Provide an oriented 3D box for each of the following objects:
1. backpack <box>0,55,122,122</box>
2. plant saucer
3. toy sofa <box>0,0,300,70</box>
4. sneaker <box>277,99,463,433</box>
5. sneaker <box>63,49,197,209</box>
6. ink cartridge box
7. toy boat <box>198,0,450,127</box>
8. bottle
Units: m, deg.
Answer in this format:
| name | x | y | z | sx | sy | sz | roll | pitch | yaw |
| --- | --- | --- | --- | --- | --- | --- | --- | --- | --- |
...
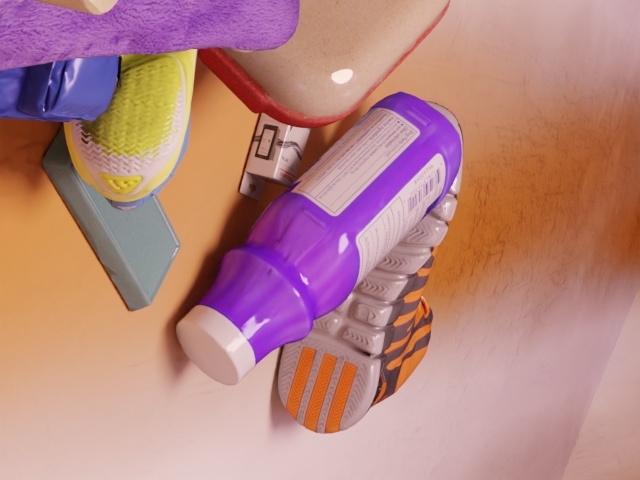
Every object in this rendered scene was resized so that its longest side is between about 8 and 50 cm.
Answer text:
| name | x | y | z | sx | sy | sz | roll | pitch | yaw |
| --- | --- | --- | --- | --- | --- | --- | --- | --- | --- |
| backpack | -0.153 | -0.125 | 0.811 | 0.098 | 0.101 | 0.120 | -9 | 111 | -74 |
| plant saucer | -0.136 | -0.023 | 1.035 | 0.192 | 0.018 | 0.067 | 69 | 40 | -55 |
| toy sofa | -0.049 | -0.153 | 0.712 | 0.362 | 0.150 | 0.177 | -17 | 119 | -58 |
| sneaker | 0.058 | 0.020 | 1.441 | 0.321 | 0.124 | 0.180 | -68 | 164 | 10 |
| sneaker | -0.113 | -0.128 | 0.937 | 0.126 | 0.091 | 0.240 | 109 | -9 | -67 |
| ink cartridge box | -0.035 | -0.072 | 1.239 | 0.048 | 0.028 | 0.083 | 23 | 83 | -69 |
| toy boat | -0.007 | -0.171 | 1.124 | 0.231 | 0.151 | 0.151 | -47 | -176 | -31 |
| bottle | 0.000 | 0.000 | 1.232 | 0.283 | 0.092 | 0.118 | -45 | 164 | -28 |
